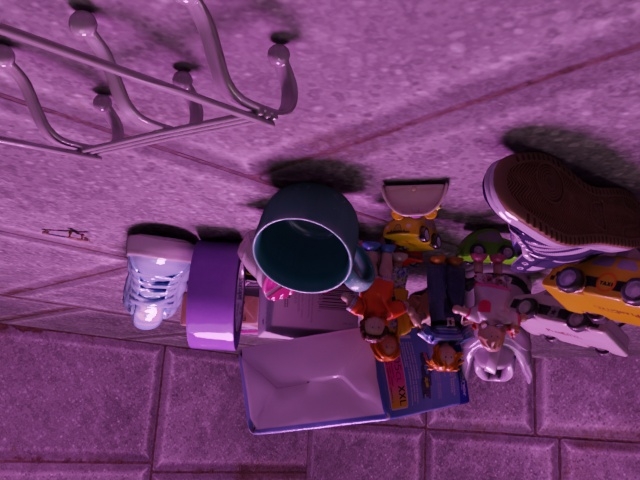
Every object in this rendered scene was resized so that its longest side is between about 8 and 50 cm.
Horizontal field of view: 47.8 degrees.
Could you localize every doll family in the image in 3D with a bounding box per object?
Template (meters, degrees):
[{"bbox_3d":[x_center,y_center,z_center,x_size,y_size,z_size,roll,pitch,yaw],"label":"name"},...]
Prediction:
[{"bbox_3d":[0.151,0.102,1.029,0.262,0.163,0.118,5,166,-8],"label":"doll family"}]

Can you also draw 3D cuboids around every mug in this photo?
[{"bbox_3d":[-0.010,-0.001,0.941,0.129,0.097,0.158,-11,129,22],"label":"mug"}]

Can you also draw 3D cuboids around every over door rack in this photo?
[{"bbox_3d":[-0.201,-0.119,0.524,0.239,0.108,0.324,-6,-176,34],"label":"over door rack"}]

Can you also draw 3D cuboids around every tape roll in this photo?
[{"bbox_3d":[-0.178,0.095,1.257,0.080,0.189,0.189,4,166,0],"label":"tape roll"}]

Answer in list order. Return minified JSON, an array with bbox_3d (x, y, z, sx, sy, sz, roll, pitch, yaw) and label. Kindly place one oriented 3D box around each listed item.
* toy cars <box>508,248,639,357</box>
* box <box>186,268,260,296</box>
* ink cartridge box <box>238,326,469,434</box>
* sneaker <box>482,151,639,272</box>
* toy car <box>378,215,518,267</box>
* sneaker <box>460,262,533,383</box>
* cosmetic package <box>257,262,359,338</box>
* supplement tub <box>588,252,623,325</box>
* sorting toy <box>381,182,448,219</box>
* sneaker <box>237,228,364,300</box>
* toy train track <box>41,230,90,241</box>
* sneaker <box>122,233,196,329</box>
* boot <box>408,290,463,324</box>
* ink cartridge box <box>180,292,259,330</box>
[{"bbox_3d":[0.389,0.084,1.019,0.176,0.087,0.394,28,167,7],"label":"toy cars"},{"bbox_3d":[-0.183,0.077,1.484,0.184,0.045,0.190,11,165,-17],"label":"box"},{"bbox_3d":[0.087,0.241,1.283,0.269,0.151,0.395,-14,168,31],"label":"ink cartridge box"},{"bbox_3d":[0.252,-0.023,0.866,0.282,0.099,0.153,11,163,-38],"label":"sneaker"},{"bbox_3d":[0.190,0.004,1.084,0.224,0.053,0.239,4,167,-3],"label":"toy car"},{"bbox_3d":[0.324,0.161,1.348,0.137,0.211,0.366,0,166,16],"label":"sneaker"},{"bbox_3d":[-0.025,0.096,1.299,0.151,0.152,0.184,5,165,-12],"label":"cosmetic package"},{"bbox_3d":[0.484,0.090,1.219,0.116,0.117,0.190,1,165,11],"label":"supplement tub"},{"bbox_3d":[0.126,-0.051,0.928,0.083,0.045,0.075,-1,-176,17],"label":"sorting toy"},{"bbox_3d":[-0.026,0.013,1.105,0.111,0.103,0.252,43,-157,26],"label":"sneaker"},{"bbox_3d":[-0.445,-0.011,1.266,0.083,0.014,0.048,9,173,3],"label":"toy train track"},{"bbox_3d":[-0.299,0.088,1.337,0.135,0.150,0.366,5,166,-11],"label":"sneaker"},{"bbox_3d":[0.292,0.157,1.623,0.164,0.077,0.213,5,163,-15],"label":"boot"},{"bbox_3d":[-0.206,0.188,1.845,0.234,0.088,0.193,-4,163,27],"label":"ink cartridge box"}]
